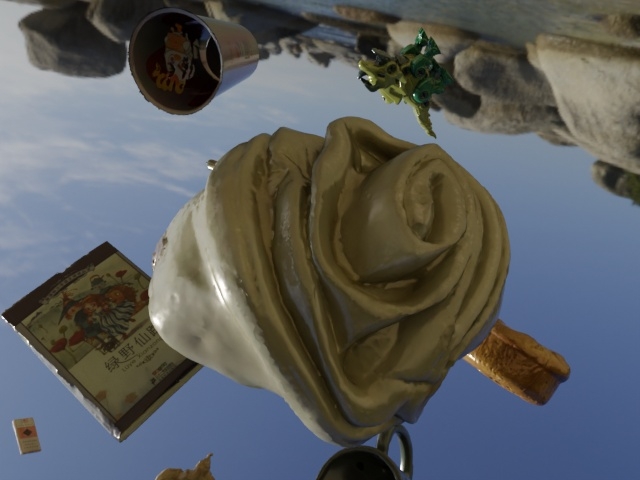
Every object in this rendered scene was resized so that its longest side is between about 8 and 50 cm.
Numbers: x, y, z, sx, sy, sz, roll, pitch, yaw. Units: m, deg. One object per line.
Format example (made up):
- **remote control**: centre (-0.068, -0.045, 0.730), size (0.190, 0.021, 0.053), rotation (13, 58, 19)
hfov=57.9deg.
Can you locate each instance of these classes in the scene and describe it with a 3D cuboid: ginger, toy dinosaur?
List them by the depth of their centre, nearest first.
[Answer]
- **ginger**: centre (-0.262, 0.531, 1.119), size (0.133, 0.214, 0.059), rotation (-5, 165, -4)
- **toy dinosaur**: centre (0.195, -0.308, 1.163), size (0.259, 0.153, 0.094), rotation (39, -159, -36)

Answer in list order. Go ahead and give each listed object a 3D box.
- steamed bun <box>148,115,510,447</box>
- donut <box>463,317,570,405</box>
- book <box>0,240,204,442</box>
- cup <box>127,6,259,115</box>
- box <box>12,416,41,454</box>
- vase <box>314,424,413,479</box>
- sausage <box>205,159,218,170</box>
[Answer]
- **steamed bun**: centre (0.023, -0.003, 0.556), size (0.324, 0.219, 0.310), rotation (31, -134, 15)
- **donut**: centre (0.385, 0.239, 1.179), size (0.227, 0.114, 0.226), rotation (34, 177, 2)
- **book**: centre (-0.250, 0.106, 0.693), size (0.231, 0.026, 0.157), rotation (34, -122, 23)
- **cup**: centre (-0.240, -0.382, 1.212), size (0.203, 0.203, 0.288), rotation (15, -156, 10)
- **box**: centre (-0.669, 0.445, 1.319), size (0.046, 0.012, 0.083), rotation (13, -140, -54)
- **vase**: centre (0.117, 0.455, 1.014), size (0.156, 0.251, 0.301), rotation (6, 154, 33)
- **sausage**: centre (-0.211, -0.166, 1.496), size (0.269, 0.032, 0.033), rotation (25, -158, 36)
